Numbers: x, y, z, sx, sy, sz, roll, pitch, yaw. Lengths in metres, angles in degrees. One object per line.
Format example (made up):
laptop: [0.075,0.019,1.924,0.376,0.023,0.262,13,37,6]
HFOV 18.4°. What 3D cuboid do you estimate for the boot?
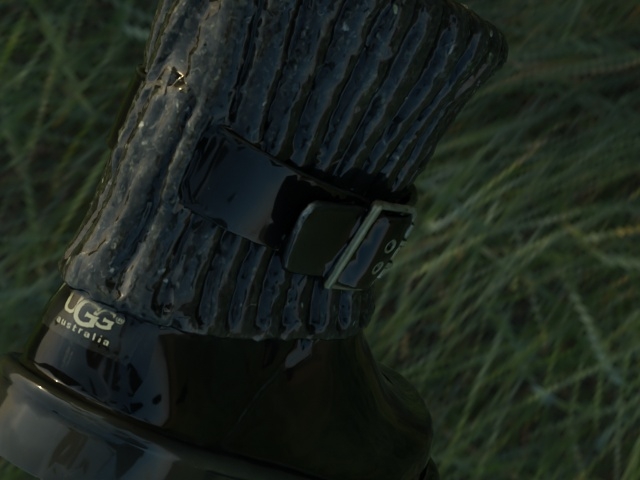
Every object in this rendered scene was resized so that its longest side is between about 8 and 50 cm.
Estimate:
boot: [0.003,0.001,0.924,0.131,0.348,0.260,24,91,24]
